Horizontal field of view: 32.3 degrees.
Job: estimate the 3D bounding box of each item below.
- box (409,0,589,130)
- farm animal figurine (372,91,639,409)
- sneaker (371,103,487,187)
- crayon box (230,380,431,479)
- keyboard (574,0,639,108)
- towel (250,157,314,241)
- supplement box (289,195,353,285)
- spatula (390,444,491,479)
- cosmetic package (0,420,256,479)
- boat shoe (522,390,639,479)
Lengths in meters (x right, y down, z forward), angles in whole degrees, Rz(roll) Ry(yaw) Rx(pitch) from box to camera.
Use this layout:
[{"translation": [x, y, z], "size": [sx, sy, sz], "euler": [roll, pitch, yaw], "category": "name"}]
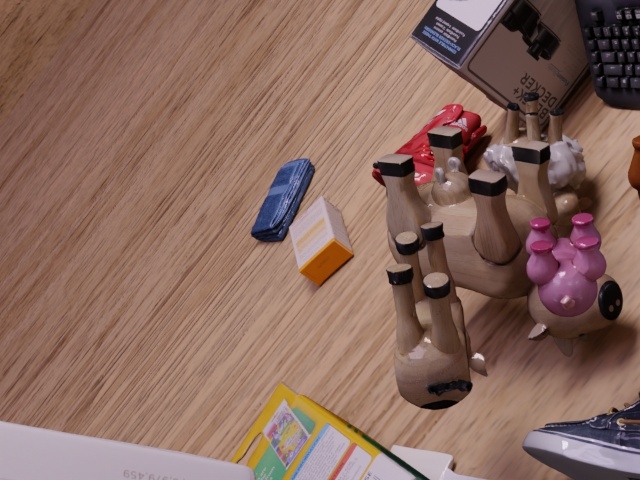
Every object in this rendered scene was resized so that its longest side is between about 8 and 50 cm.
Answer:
[{"translation": [0.243, -0.272, 1.117], "size": [0.290, 0.169, 0.087], "euler": [-53, 47, 9], "category": "box"}, {"translation": [0.156, 0.021, 0.929], "size": [0.330, 0.172, 0.326], "euler": [-21, 27, -21], "category": "farm animal figurine"}, {"translation": [0.124, -0.097, 1.182], "size": [0.128, 0.087, 0.221], "euler": [-50, 12, 0], "category": "sneaker"}, {"translation": [-0.007, 0.267, 1.002], "size": [0.203, 0.083, 0.323], "euler": [-58, 22, -5], "category": "crayon box"}, {"translation": [0.334, -0.204, 0.949], "size": [0.033, 0.202, 0.317], "euler": [-20, 17, -26], "category": "keyboard"}, {"translation": [-0.053, -0.055, 1.489], "size": [0.067, 0.029, 0.119], "euler": [-8, 53, 53], "category": "towel"}, {"translation": [0.000, 0.000, 1.347], "size": [0.062, 0.036, 0.098], "euler": [-43, 31, 20], "category": "supplement box"}, {"translation": [0.108, 0.266, 0.940], "size": [0.242, 0.019, 0.168], "euler": [-1, 54, 53], "category": "spatula"}, {"translation": [-0.253, 0.399, 0.886], "size": [0.329, 0.327, 0.394], "euler": [-53, 31, 41], "category": "cosmetic package"}, {"translation": [0.242, 0.143, 0.831], "size": [0.183, 0.065, 0.083], "euler": [1, 58, 48], "category": "boat shoe"}]
